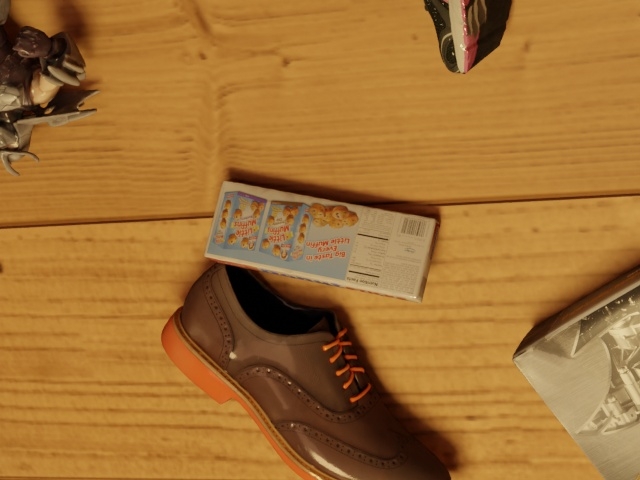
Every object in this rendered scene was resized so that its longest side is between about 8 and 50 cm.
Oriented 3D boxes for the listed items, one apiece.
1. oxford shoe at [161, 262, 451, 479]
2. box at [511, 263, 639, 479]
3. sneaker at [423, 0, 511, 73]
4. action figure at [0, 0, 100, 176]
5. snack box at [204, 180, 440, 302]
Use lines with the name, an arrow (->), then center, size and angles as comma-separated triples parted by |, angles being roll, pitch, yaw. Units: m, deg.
oxford shoe -> 0.001, 0.119, 1.515 | 0.271, 0.097, 0.098 | 35, 118, 5
box -> 0.283, 0.124, 1.411 | 0.183, 0.056, 0.231 | -33, 98, 32
sneaker -> 0.082, -0.207, 1.342 | 0.077, 0.072, 0.178 | 3, 108, 36
action figure -> -0.277, -0.177, 1.491 | 0.185, 0.099, 0.285 | -4, 117, 16
snack box -> 0.000, 0.000, 1.478 | 0.178, 0.022, 0.064 | 11, 81, 19
